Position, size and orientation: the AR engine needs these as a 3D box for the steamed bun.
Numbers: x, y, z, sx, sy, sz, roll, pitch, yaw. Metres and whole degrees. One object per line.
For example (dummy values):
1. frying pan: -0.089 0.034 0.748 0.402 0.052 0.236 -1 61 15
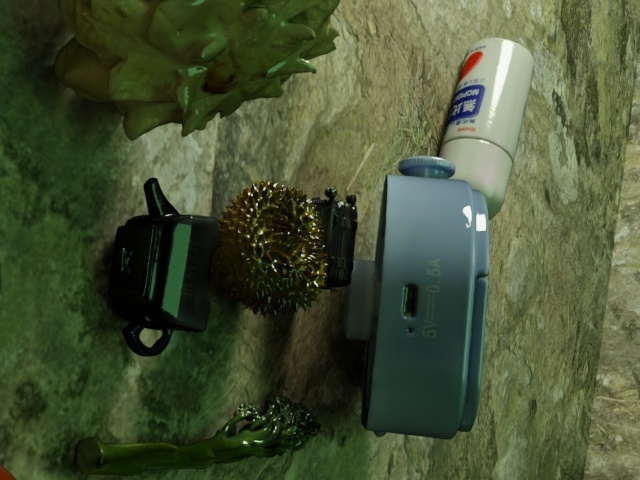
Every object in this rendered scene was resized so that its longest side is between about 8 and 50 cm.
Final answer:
1. steamed bun: -0.085 -0.194 0.967 0.295 0.292 0.137 8 47 -58

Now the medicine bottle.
1. medicine bottle: 0.280 -0.182 1.812 0.130 0.130 0.341 52 47 -49

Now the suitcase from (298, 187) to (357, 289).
1. suitcase: 0.000 0.000 1.352 0.059 0.086 0.126 14 78 -45

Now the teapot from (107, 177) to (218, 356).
1. teapot: -0.169 0.027 1.044 0.096 0.087 0.177 19 74 -55

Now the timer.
1. timer: 0.119 0.074 1.405 0.395 0.173 0.395 5 90 -88

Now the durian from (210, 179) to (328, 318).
1. durian: -0.059 0.014 1.205 0.158 0.137 0.168 85 8 -54

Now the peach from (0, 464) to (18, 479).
1. peach: -0.316 0.250 0.709 0.338 0.281 0.281 -127 -147 -79

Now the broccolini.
1. broccolini: -0.126 0.211 1.166 0.079 0.074 0.392 -49 153 14
